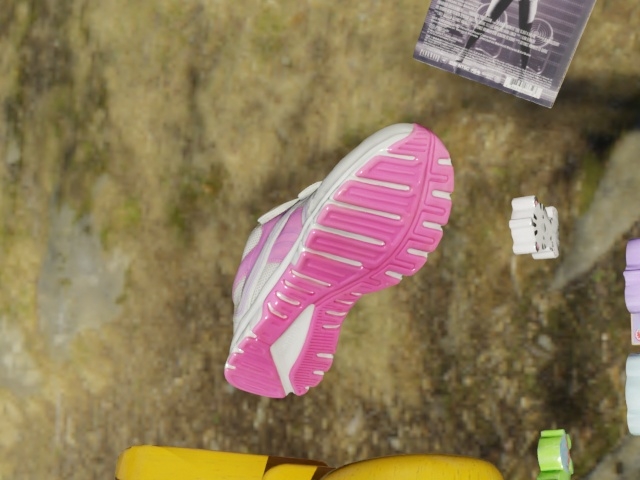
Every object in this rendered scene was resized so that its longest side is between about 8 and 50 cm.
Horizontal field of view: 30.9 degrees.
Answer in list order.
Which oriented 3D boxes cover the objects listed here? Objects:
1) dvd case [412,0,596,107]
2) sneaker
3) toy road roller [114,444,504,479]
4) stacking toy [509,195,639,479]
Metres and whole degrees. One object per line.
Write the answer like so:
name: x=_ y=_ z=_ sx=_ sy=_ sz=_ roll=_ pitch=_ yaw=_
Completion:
dvd case: x=0.208 y=-0.267 z=1.226 sx=0.018 sy=0.164 sz=0.221 roll=-61 pitch=-9 yaw=-59
sneaker: x=0.000 y=0.000 z=0.887 sx=0.252 sy=0.103 sz=0.111 roll=-50 pitch=35 yaw=24
toy road roller: x=-0.003 y=0.229 z=0.747 sx=0.241 sy=0.329 sz=0.203 roll=105 pitch=169 yaw=-60
stacking toy: x=0.213 y=0.063 z=0.754 sx=0.166 sy=0.052 sz=0.221 roll=-8 pitch=76 yaw=33
